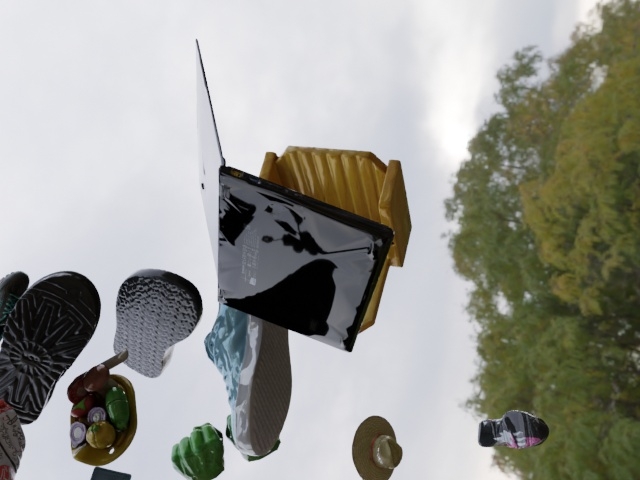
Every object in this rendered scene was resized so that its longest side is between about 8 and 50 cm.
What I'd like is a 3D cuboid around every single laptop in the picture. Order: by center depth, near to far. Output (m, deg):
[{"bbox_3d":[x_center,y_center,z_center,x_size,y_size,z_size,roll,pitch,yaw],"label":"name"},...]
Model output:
[{"bbox_3d":[-0.073,-0.058,1.212,0.382,0.407,0.236,102,-169,-56],"label":"laptop"}]

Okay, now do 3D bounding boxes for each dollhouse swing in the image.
[{"bbox_3d":[0.000,0.000,1.704,0.315,0.346,0.305,73,-146,-45],"label":"dollhouse swing"}]

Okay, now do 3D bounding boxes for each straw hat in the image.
[{"bbox_3d":[0.134,0.431,1.477,0.144,0.061,0.145,8,-102,-41],"label":"straw hat"}]

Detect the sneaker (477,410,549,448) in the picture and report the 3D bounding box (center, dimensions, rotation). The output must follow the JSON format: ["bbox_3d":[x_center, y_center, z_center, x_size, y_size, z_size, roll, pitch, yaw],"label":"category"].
[{"bbox_3d":[0.387,0.369,1.412,0.077,0.178,0.072,7,-105,-24],"label":"sneaker"}]

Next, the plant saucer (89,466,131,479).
[{"bbox_3d":[-0.356,0.451,1.121,0.067,0.018,0.192,28,-109,-35],"label":"plant saucer"}]

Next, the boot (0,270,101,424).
[{"bbox_3d":[-0.467,0.137,1.310,0.348,0.131,0.260,-51,12,26],"label":"boot"}]

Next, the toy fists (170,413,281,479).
[{"bbox_3d":[-0.229,0.490,1.770,0.279,0.096,0.142,-19,-40,-11],"label":"toy fists"}]

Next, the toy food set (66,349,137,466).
[{"bbox_3d":[-0.396,0.283,1.267,0.128,0.218,0.071,-24,-43,2],"label":"toy food set"}]

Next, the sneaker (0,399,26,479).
[{"bbox_3d":[-0.528,0.260,1.036,0.145,0.090,0.270,-92,-23,-62],"label":"sneaker"}]

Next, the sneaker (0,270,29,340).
[{"bbox_3d":[-0.587,0.137,1.349,0.065,0.076,0.167,44,-111,-50],"label":"sneaker"}]

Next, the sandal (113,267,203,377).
[{"bbox_3d":[-0.339,0.152,1.501,0.107,0.167,0.446,-58,5,-36],"label":"sandal"}]

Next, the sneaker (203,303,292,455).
[{"bbox_3d":[-0.145,0.226,1.353,0.135,0.150,0.366,46,-143,-45],"label":"sneaker"}]
